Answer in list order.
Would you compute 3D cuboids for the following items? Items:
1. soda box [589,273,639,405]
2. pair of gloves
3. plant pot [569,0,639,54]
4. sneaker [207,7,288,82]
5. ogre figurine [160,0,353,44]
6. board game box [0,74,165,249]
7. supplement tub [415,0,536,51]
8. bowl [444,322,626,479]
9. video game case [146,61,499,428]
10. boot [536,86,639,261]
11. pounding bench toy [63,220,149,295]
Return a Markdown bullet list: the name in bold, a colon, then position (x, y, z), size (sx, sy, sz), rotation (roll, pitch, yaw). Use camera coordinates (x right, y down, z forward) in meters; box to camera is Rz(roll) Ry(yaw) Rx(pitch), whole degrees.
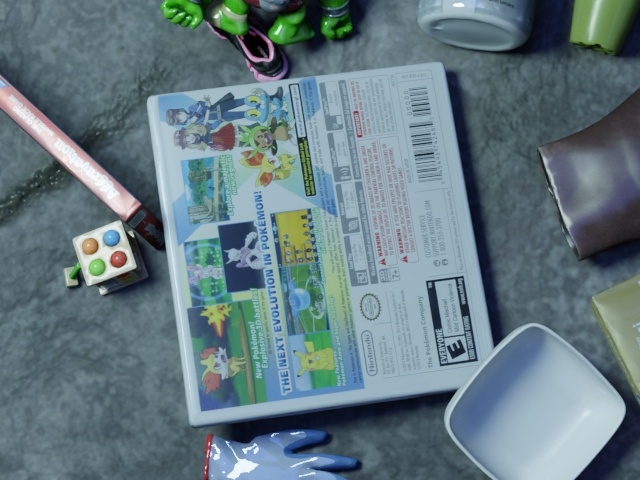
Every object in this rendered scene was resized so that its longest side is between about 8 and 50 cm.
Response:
- **soda box**: position (0.319, 0.124, 1.468), size (0.058, 0.061, 0.181), rotation (-26, 77, 2)
- **pair of gloves**: position (-0.049, 0.276, 1.502), size (0.159, 0.023, 0.198), rotation (7, 79, 10)
- **plant pot**: position (0.282, -0.227, 1.541), size (0.083, 0.083, 0.079), rotation (15, 94, 9)
- **sneaker**: position (-0.079, -0.214, 1.585), size (0.047, 0.057, 0.119), rotation (-43, 76, 0)
- **ogre figurine**: position (-0.046, -0.254, 1.523), size (0.197, 0.118, 0.097), rotation (16, 38, -12)
- **board game box**: position (-0.267, -0.103, 1.539), size (0.281, 0.145, 0.027), rotation (42, 85, 13)
- **supplement tub**: position (0.165, -0.293, 1.541), size (0.117, 0.117, 0.190), rotation (9, 81, 8)
- **bowl**: position (0.195, 0.160, 1.463), size (0.142, 0.053, 0.142), rotation (43, 87, -12)
- **video game case**: position (0.000, 0.000, 1.517), size (0.300, 0.036, 0.329), rotation (-7, 78, -6)
- **boot**: position (0.308, -0.119, 1.502), size (0.207, 0.090, 0.248), rotation (-15, 81, 1)
- **pounding bench toy**: position (-0.223, 0.023, 1.550), size (0.083, 0.065, 0.052), rotation (-21, 77, 2)
